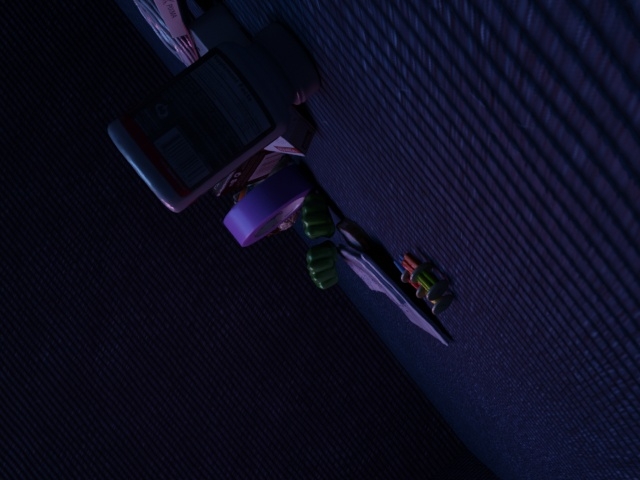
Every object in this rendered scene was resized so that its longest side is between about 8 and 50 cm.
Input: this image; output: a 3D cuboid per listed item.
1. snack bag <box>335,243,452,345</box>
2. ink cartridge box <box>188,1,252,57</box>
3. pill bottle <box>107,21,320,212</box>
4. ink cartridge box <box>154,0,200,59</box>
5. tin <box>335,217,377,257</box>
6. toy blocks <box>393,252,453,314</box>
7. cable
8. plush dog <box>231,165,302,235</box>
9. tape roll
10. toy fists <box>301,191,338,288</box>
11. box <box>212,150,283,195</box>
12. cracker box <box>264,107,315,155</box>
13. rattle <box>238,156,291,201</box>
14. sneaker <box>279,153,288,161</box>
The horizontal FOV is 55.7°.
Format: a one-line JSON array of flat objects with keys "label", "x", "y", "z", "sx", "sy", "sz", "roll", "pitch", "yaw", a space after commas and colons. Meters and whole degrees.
[{"label": "snack bag", "x": 0.186, "y": 0.142, "z": 1.662, "sx": 0.342, "sy": 0.037, "sz": 0.323, "roll": 45, "pitch": 176, "yaw": -10}, {"label": "ink cartridge box", "x": -0.183, "y": -0.372, "z": 1.280, "sx": 0.153, "sy": 0.087, "sz": 0.208, "roll": 51, "pitch": 174, "yaw": 9}, {"label": "pill bottle", "x": -0.162, "y": -0.205, "z": 0.978, "sx": 0.176, "sy": 0.319, "sz": 0.176, "roll": 51, "pitch": 174, "yaw": 8}, {"label": "ink cartridge box", "x": -0.318, "y": -0.500, "z": 1.286, "sx": 0.275, "sy": 0.060, "sz": 0.238, "roll": 102, "pitch": 153, "yaw": -83}, {"label": "tin", "x": 0.096, "y": -0.006, "z": 1.658, "sx": 0.106, "sy": 0.040, "sz": 0.190, "roll": 58, "pitch": 173, "yaw": -16}, {"label": "toy blocks", "x": 0.194, "y": 0.067, "z": 1.218, "sx": 0.148, "sy": 0.054, "sz": 0.123, "roll": 48, "pitch": 174, "yaw": 35}, {"label": "cable", "x": -0.407, "y": -0.595, "z": 1.676, "sx": 0.257, "sy": 0.089, "sz": 0.257, "roll": 47, "pitch": 174, "yaw": 36}, {"label": "plush dog", "x": -0.146, "y": -0.124, "z": 2.022, "sx": 0.211, "sy": 0.262, "sz": 0.225, "roll": 21, "pitch": -157, "yaw": -40}, {"label": "tape roll", "x": -0.144, "y": -0.100, "z": 1.746, "sx": 0.090, "sy": 0.275, "sz": 0.275, "roll": 50, "pitch": 174, "yaw": 4}, {"label": "toy fists", "x": 0.000, "y": 0.000, "z": 1.728, "sx": 0.142, "sy": 0.096, "sz": 0.279, "roll": -48, "pitch": -47, "yaw": -83}, {"label": "box", "x": -0.208, "y": -0.247, "z": 1.439, "sx": 0.203, "sy": 0.167, "sz": 0.168, "roll": 54, "pitch": 139, "yaw": 10}, {"label": "cracker box", "x": -0.139, "y": -0.253, "z": 1.206, "sx": 0.156, "sy": 0.067, "sz": 0.232, "roll": 15, "pitch": 170, "yaw": 38}, {"label": "rattle", "x": -0.196, "y": -0.219, "z": 1.791, "sx": 0.130, "sy": 0.200, "sz": 0.142, "roll": 46, "pitch": 172, "yaw": 45}, {"label": "sneaker", "x": -0.134, "y": -0.248, "z": 1.628, "sx": 0.106, "sy": 0.101, "sz": 0.267, "roll": 48, "pitch": 174, "yaw": 9}]
